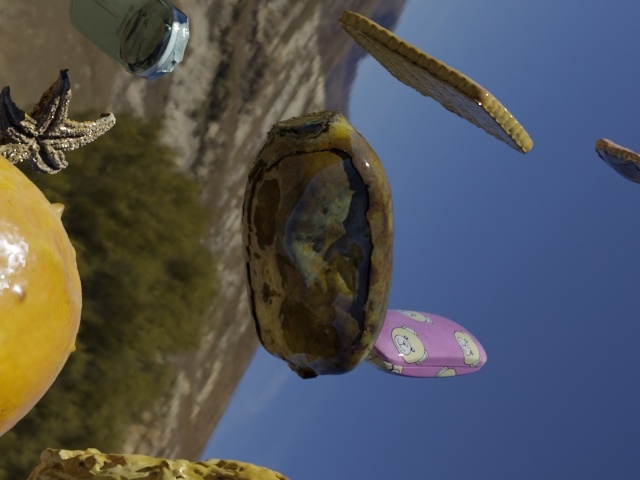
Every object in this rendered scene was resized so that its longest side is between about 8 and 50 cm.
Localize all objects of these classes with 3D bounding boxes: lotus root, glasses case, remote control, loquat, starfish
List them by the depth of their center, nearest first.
[{"bbox_3d":[-0.380,0.053,0.979,0.328,0.328,0.328,-56,-174,10],"label":"loquat"},{"bbox_3d":[0.000,0.000,1.142,0.152,0.160,0.275,-49,140,-65],"label":"lotus root"},{"bbox_3d":[-0.250,-0.286,1.422,0.247,0.052,0.104,41,-75,41],"label":"remote control"},{"bbox_3d":[-0.388,-0.143,1.481,0.240,0.043,0.227,-29,155,-25],"label":"starfish"},{"bbox_3d":[0.157,0.166,1.772,0.316,0.123,0.076,8,118,-52],"label":"glasses case"}]

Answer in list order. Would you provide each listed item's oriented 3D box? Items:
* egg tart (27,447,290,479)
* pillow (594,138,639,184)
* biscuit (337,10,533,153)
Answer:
[{"bbox_3d":[-0.113,0.345,1.003,0.153,0.351,0.339,1,84,-76],"label":"egg tart"},{"bbox_3d":[0.454,-0.072,1.428,0.211,0.135,0.034,34,-84,41],"label":"pillow"},{"bbox_3d":[0.141,-0.198,1.352,0.029,0.254,0.172,-55,144,3],"label":"biscuit"}]
